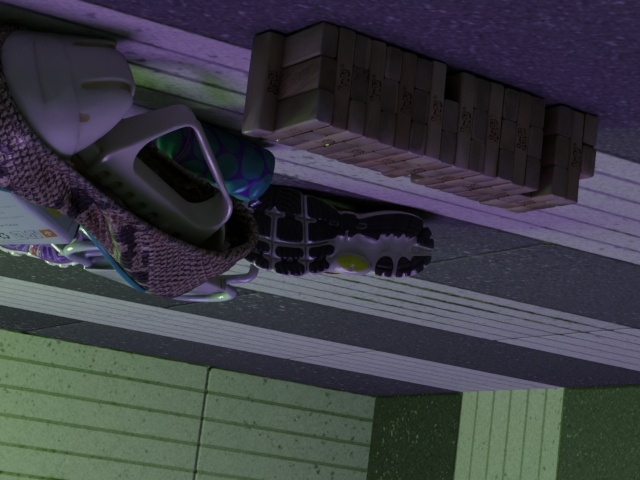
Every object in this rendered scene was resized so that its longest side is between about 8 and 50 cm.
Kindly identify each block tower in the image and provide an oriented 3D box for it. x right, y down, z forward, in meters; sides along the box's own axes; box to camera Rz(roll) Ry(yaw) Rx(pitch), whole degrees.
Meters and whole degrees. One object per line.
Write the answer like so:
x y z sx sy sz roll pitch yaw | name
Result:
0.097 -0.103 1.424 0.335 0.091 0.097 13 166 -32 | block tower

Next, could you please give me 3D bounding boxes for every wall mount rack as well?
-0.254 -0.007 2.070 0.304 0.130 0.350 -1 167 22 | wall mount rack

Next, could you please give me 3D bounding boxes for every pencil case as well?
-0.116 -0.087 1.703 0.070 0.064 0.151 -31 150 27 | pencil case

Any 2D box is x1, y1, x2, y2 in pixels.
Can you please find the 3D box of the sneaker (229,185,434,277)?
0.000 0.000 1.992 0.279 0.107 0.118 12 177 -12 | sneaker

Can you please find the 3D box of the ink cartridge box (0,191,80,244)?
-0.481 -0.091 1.846 0.303 0.072 0.307 1 149 31 | ink cartridge box

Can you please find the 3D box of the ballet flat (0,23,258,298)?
-0.208 -0.093 1.493 0.182 0.164 0.483 -22 146 20 | ballet flat

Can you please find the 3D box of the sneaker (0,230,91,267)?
-0.410 -0.004 2.312 0.170 0.068 0.071 4 163 18 | sneaker
